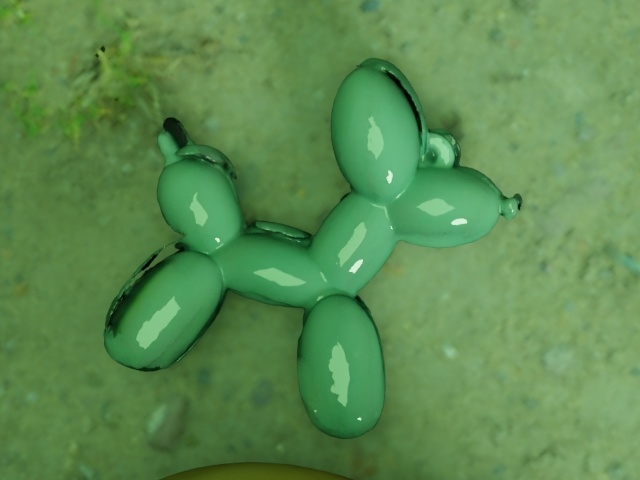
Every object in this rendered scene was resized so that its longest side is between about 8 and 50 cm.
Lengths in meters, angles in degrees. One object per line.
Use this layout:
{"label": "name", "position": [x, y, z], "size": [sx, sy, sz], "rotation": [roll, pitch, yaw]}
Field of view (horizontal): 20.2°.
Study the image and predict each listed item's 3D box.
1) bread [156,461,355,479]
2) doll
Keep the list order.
{"label": "bread", "position": [0.007, 0.293, 0.644], "size": [0.329, 0.245, 0.424], "rotation": [-27, 89, 1]}
{"label": "doll", "position": [0.000, 0.000, 0.757], "size": [0.159, 0.059, 0.158], "rotation": [12, 87, 5]}
